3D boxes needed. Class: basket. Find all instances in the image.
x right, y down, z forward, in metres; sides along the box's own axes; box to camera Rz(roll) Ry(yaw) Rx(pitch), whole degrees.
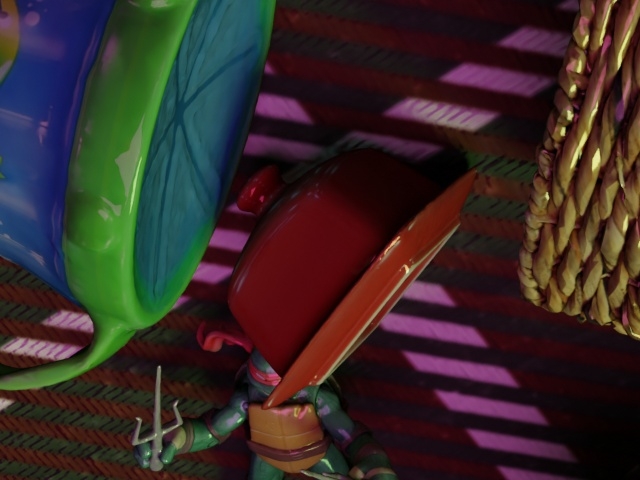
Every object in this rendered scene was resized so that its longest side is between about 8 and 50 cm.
[{"bbox_3d":[0.243,-0.078,0.636,0.223,0.213,0.299,21,123,17],"label":"basket"}]

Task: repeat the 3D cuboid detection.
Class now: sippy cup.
[{"bbox_3d":[-0.163,-0.093,0.693,0.224,0.306,0.240,16,150,7],"label":"sippy cup"}]

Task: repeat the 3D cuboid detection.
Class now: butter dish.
[{"bbox_3d":[0.000,0.000,0.788,0.118,0.160,0.160,40,118,7],"label":"butter dish"}]

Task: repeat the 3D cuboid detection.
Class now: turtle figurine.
[{"bbox_3d":[-0.022,0.140,0.877,0.175,0.118,0.234,8,140,19],"label":"turtle figurine"}]

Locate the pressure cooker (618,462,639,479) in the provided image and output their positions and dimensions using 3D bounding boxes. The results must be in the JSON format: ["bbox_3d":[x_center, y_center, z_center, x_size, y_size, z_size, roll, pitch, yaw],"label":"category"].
[{"bbox_3d":[0.328,0.313,0.813,0.375,0.370,0.421,18,129,40],"label":"pressure cooker"}]
